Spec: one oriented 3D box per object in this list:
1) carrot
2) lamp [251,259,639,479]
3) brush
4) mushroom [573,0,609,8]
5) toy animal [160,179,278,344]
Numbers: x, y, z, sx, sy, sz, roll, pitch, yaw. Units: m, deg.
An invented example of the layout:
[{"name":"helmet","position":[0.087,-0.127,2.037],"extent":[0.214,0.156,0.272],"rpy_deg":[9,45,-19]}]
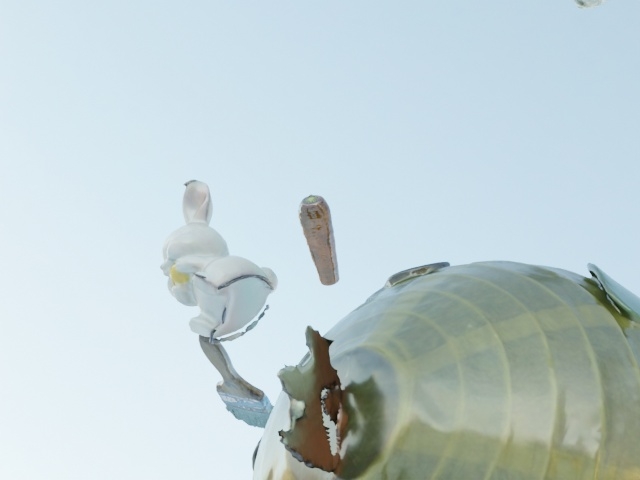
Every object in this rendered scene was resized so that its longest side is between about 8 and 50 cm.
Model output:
[{"name":"carrot","position":[0.000,0.000,0.945],"extent":[0.032,0.032,0.093],"rpy_deg":[8,-55,30]},{"name":"lamp","position":[0.067,0.121,0.451],"extent":[0.250,0.250,0.284],"rpy_deg":[-10,-34,43]},{"name":"brush","position":[-0.098,0.153,1.106],"extent":[0.070,0.021,0.196],"rpy_deg":[9,-36,26]},{"name":"mushroom","position":[0.286,-0.308,0.919],"extent":[0.096,0.278,0.099],"rpy_deg":[44,-25,-4]},{"name":"toy animal","position":[-0.092,0.019,0.805],"extent":[0.124,0.085,0.071],"rpy_deg":[38,-31,40]}]
